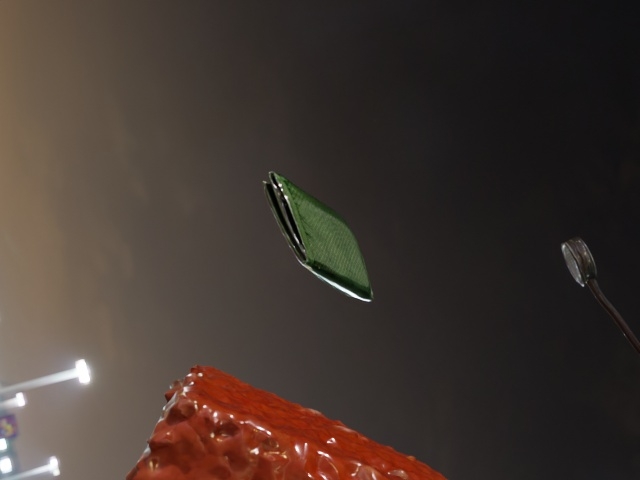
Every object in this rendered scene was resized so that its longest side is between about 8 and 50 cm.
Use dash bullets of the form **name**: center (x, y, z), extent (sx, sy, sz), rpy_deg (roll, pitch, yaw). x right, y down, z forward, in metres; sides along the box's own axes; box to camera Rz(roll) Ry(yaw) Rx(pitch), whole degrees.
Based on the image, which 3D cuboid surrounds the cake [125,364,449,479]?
- **cake**: center (-0.042, 0.287, 0.743), extent (0.269, 0.270, 0.319), rpy_deg (106, 8, -86)

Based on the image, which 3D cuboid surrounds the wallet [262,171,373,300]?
- **wallet**: center (-0.002, 0.001, 1.537), extent (0.236, 0.055, 0.160), rpy_deg (29, 31, -59)

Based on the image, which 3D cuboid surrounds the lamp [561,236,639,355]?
- **lamp**: center (0.470, 0.139, 1.402), extent (0.371, 0.108, 0.130), rpy_deg (62, -1, 30)
